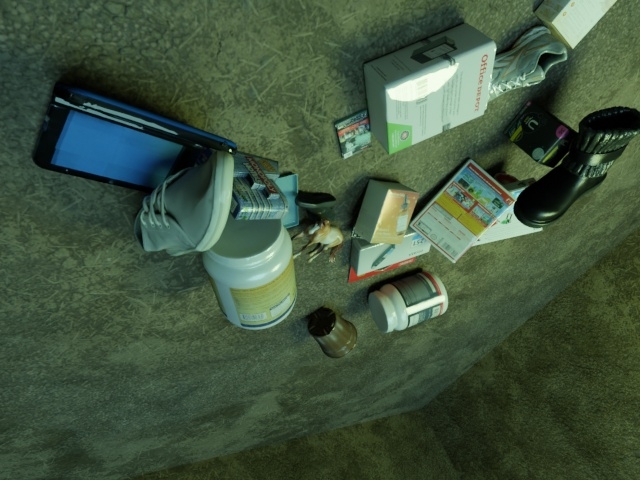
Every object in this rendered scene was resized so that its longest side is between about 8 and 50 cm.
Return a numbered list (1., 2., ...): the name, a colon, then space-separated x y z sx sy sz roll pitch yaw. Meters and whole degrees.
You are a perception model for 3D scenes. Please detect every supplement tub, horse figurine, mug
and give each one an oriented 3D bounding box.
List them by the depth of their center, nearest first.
1. supplement tub: -0.184 0.069 1.136 0.228 0.228 0.316 -18 142 -14
2. horse figurine: 0.000 0.000 1.288 0.174 0.066 0.263 -37 153 19
3. mug: 0.611 -0.140 1.506 0.150 0.113 0.169 -12 137 -25
4. supplement tub: 0.351 0.246 1.719 0.272 0.191 0.191 -17 141 -15

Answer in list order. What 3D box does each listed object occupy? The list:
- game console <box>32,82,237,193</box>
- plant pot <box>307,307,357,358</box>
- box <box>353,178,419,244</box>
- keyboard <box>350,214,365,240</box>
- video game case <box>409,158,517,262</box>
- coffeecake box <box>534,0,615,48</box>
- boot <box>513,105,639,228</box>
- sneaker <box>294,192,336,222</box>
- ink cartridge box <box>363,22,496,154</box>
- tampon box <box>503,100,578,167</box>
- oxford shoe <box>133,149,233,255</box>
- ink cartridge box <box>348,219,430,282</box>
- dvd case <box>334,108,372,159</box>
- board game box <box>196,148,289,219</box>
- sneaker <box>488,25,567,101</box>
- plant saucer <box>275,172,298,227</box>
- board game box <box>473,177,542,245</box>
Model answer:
1. game console: -0.353 -0.163 0.816 0.293 0.250 0.173 11 101 -41
2. plant pot: 0.039 0.357 1.685 0.167 0.167 0.165 -33 136 6
3. box: 0.195 -0.084 1.276 0.130 0.091 0.170 2 114 -34
4. keyboard: 0.187 -0.046 1.371 0.180 0.023 0.108 7 101 -25
5. video game case: 0.461 -0.092 1.399 0.285 0.204 0.025 -49 -176 16
6. coffeecake box: 0.635 -0.588 1.029 0.142 0.068 0.185 12 127 -41
7. boot: 0.708 -0.204 1.195 0.348 0.131 0.260 -35 153 -12
8. sneaker: -0.015 -0.086 1.206 0.170 0.051 0.089 -9 140 -43
9. ink cartridge box: 0.254 -0.356 1.016 0.273 0.114 0.198 -24 143 -6
10. tampon box: 0.665 -0.318 1.287 0.101 0.161 0.120 5 131 -36
11. oxford shoe: -0.288 -0.058 0.864 0.130 0.169 0.449 14 161 -30
12. ink cartridge box: 0.250 0.057 1.539 0.296 0.066 0.261 -17 140 -15
13. dvd case: 0.086 -0.270 1.094 0.087 0.013 0.119 -26 142 -4
14. board game box: -0.153 -0.135 0.986 0.194 0.194 0.060 -7 141 -48
15. sneaker: 0.494 -0.424 1.087 0.262 0.121 0.099 -40 142 15
16. plant saucer: -0.095 -0.105 1.167 0.067 0.018 0.192 -17 142 -16
17. board game box: 0.584 -0.084 1.464 0.305 0.053 0.193 -14 124 15
